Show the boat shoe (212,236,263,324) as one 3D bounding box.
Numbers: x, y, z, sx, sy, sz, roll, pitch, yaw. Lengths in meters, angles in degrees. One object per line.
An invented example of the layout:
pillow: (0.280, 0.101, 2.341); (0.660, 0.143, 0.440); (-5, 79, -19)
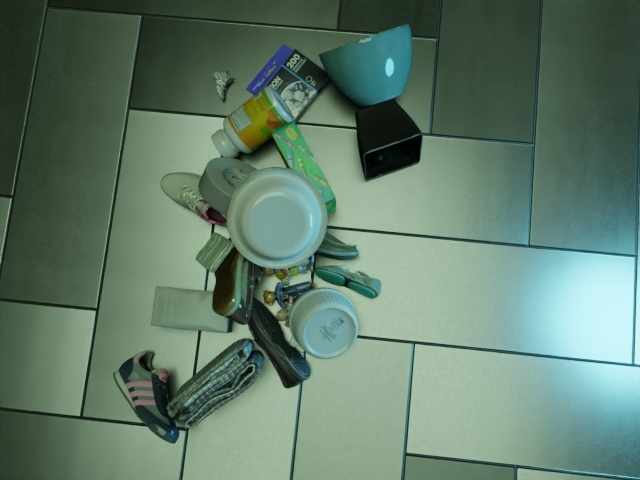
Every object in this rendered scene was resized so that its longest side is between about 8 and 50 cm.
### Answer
boat shoe: (-0.238, 0.107, 1.876); (0.123, 0.342, 0.123); (-34, 125, 24)

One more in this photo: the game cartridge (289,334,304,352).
game cartridge: (-0.063, 0.302, 1.935); (0.056, 0.017, 0.083); (14, 82, 7)

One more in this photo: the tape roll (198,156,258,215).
tape roll: (-0.258, -0.160, 1.910); (0.219, 0.219, 0.072); (37, 123, 6)

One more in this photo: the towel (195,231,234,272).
towel: (-0.331, 0.033, 1.926); (0.023, 0.152, 0.113); (41, 81, -33)

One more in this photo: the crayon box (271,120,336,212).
crayon box: (-0.048, -0.212, 1.934); (0.081, 0.165, 0.278); (-28, 81, -2)

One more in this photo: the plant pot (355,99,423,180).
plant pot: (0.198, -0.324, 1.944); (0.188, 0.187, 0.167); (-19, 70, -1)

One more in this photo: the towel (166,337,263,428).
towel: (-0.293, 0.416, 1.817); (0.284, 0.235, 0.121); (-40, 92, -3)

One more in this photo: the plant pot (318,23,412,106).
plant pot: (0.161, -0.529, 1.940); (0.290, 0.290, 0.195); (-19, 105, -1)

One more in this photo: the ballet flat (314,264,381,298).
ballet flat: (0.087, 0.114, 1.941); (0.213, 0.072, 0.068); (22, 56, 4)

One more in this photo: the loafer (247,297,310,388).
loafer: (-0.155, 0.315, 1.892); (0.095, 0.109, 0.302); (-41, 82, 22)

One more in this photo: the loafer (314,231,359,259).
loafer: (0.000, 0.000, 1.937); (0.251, 0.094, 0.087); (12, 80, 6)

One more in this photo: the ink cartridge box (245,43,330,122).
ink cartridge box: (-0.107, -0.519, 2.043); (0.208, 0.045, 0.206); (37, 86, 7)

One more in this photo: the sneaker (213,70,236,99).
sneaker: (-0.309, -0.515, 2.051); (0.069, 0.038, 0.098); (-14, 82, 0)

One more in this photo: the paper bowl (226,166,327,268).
paper bowl: (-0.121, -0.060, 1.754); (0.284, 0.148, 0.284); (-1, 101, -7)

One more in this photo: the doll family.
doll family: (-0.099, 0.137, 1.926); (0.163, 0.118, 0.263); (-9, 99, -6)

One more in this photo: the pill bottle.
pill bottle: (-0.218, -0.361, 1.963); (0.246, 0.136, 0.136); (-34, 82, 13)

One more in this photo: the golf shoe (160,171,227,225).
golf shoe: (-0.368, -0.129, 1.939); (0.306, 0.140, 0.115); (24, 102, 6)

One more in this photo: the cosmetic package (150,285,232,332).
cosmetic package: (-0.388, 0.213, 1.917); (0.238, 0.107, 0.127); (7, 82, 0)

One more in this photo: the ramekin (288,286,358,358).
ramekin: (0.014, 0.252, 1.851); (0.207, 0.109, 0.207); (-3, 107, -11)

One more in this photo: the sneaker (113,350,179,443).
sneaker: (-0.487, 0.448, 1.830); (0.131, 0.112, 0.319); (-46, 57, -6)
